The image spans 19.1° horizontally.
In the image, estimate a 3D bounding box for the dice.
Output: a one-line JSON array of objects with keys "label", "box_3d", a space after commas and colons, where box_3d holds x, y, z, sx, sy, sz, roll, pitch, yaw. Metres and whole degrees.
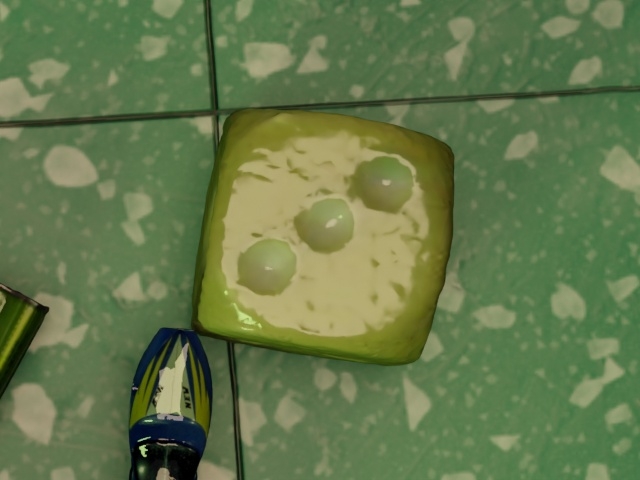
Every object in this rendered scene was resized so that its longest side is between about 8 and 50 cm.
[{"label": "dice", "box_3d": [0.000, 0.000, 1.384, 0.169, 0.169, 0.166, 9, 85, -6]}]

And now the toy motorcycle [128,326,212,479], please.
[{"label": "toy motorcycle", "box_3d": [-0.116, 0.220, 1.355, 0.113, 0.169, 0.315, 5, 86, -5]}]

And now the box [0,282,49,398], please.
[{"label": "box", "box_3d": [-0.335, 0.171, 1.372, 0.134, 0.097, 0.345, 27, 83, 5]}]
